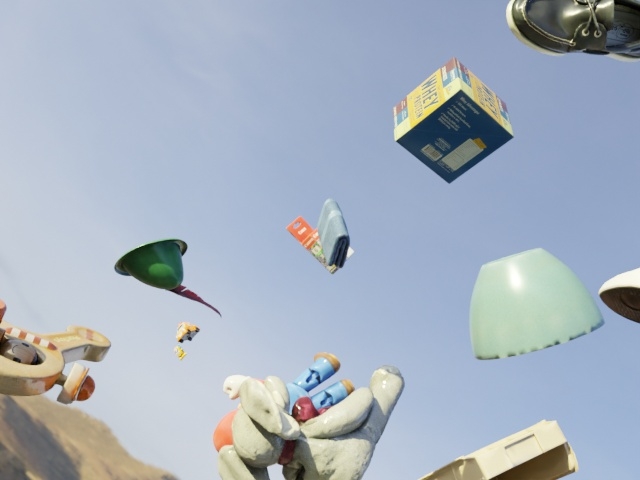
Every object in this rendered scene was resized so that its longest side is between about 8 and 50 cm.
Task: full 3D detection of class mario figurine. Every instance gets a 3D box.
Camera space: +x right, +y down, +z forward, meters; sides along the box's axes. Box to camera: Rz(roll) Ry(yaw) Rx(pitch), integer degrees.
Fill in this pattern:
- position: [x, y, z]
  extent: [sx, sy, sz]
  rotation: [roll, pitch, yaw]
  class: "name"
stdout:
- position: [-0.094, 0.372, 1.661]
  extent: [0.198, 0.320, 0.170]
  rotation: [41, -34, 40]
  class: "mario figurine"

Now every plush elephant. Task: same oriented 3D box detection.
- position: [-0.044, 0.345, 1.341]
  extent: [0.255, 0.330, 0.272]
  rotation: [32, -60, 3]
  class: "plush elephant"

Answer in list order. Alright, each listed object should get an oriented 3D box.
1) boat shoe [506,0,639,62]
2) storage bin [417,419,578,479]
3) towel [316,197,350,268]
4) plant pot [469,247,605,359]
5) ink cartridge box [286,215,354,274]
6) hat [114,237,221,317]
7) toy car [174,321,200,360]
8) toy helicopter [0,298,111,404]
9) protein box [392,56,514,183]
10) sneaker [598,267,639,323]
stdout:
- position: [0.497, -0.393, 1.354]
  extent: [0.340, 0.127, 0.113]
  rotation: [8, -9, -23]
  class: "boat shoe"
- position: [0.358, 0.498, 1.584]
  extent: [0.260, 0.262, 0.123]
  rotation: [-50, -122, 49]
  class: "storage bin"
- position: [0.022, -0.013, 1.200]
  extent: [0.029, 0.119, 0.067]
  rotation: [9, -60, -15]
  class: "towel"
- position: [0.452, 0.128, 1.676]
  extent: [0.290, 0.290, 0.195]
  rotation: [-23, -96, 59]
  class: "plant pot"
- position: [0.000, 0.000, 1.318]
  extent: [0.115, 0.063, 0.029]
  rotation: [45, -57, 0]
  class: "ink cartridge box"
- position: [-0.364, 0.111, 1.802]
  extent: [0.173, 0.208, 0.184]
  rotation: [107, -38, -65]
  class: "hat"
- position: [-0.307, 0.218, 1.639]
  extent: [0.040, 0.060, 0.122]
  rotation: [48, -53, 17]
  class: "toy car"
- position: [-0.420, 0.178, 1.176]
  extent: [0.235, 0.140, 0.355]
  rotation: [25, 3, 12]
  class: "toy helicopter"
- position: [0.314, -0.282, 1.806]
  extent: [0.200, 0.136, 0.201]
  rotation: [33, -53, -28]
  class: "protein box"
- position: [0.588, 0.065, 1.222]
  extent: [0.106, 0.123, 0.290]
  rotation: [48, -25, -12]
  class: "sneaker"
